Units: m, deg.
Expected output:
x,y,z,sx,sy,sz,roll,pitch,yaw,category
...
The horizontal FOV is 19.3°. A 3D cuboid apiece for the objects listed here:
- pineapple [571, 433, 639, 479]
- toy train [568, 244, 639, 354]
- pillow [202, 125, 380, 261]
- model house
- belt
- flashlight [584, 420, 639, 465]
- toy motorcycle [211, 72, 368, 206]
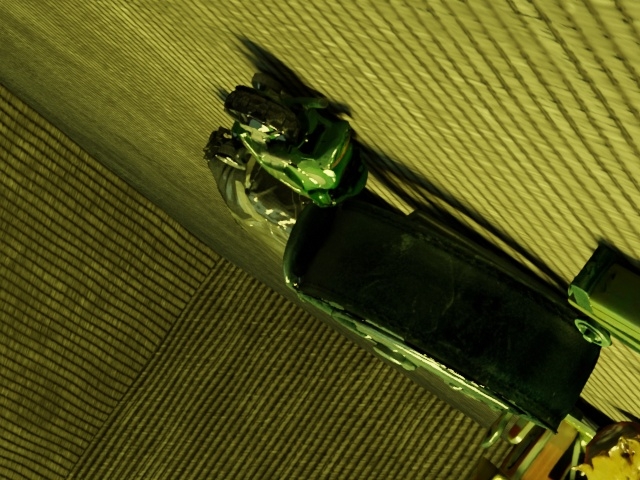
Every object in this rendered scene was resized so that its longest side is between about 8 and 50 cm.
x,y,z,sx,sy,sz,roll,pitch,yaw,category
0.367,0.220,1.576,0.164,0.140,0.250,-14,-130,-37,pineapple
0.205,0.052,1.181,0.122,0.050,0.081,33,171,25,toy train
0.031,0.009,1.698,0.335,0.092,0.161,35,170,2,pillow
0.272,0.372,2.151,0.300,0.323,0.340,35,180,-5,model house
0.095,0.050,1.488,0.267,0.116,0.206,30,175,-12,belt
0.379,0.270,2.008,0.232,0.093,0.093,32,178,-36,flashlight
-0.017,-0.069,1.407,0.106,0.074,0.190,25,173,8,toy motorcycle
